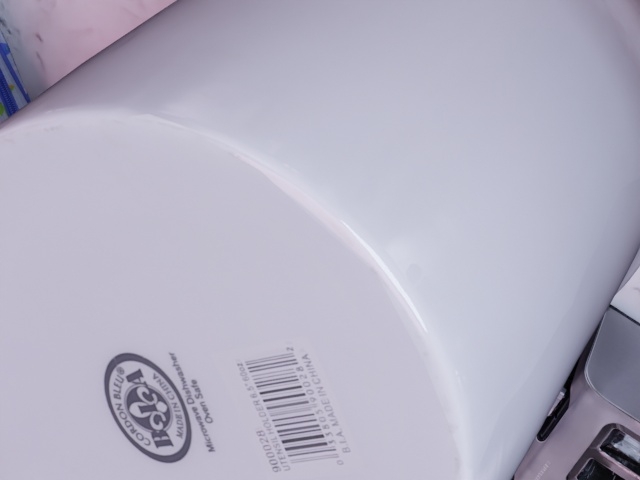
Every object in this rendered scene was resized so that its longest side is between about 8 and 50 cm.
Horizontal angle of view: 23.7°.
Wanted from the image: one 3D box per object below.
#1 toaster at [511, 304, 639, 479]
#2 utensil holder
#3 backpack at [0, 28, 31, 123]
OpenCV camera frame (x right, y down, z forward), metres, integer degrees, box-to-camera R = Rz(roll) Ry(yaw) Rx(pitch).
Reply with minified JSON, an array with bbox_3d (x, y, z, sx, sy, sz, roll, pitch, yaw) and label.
[{"bbox_3d":[0.211,0.164,1.005,0.185,0.110,0.168,34,126,7],"label":"toaster"},{"bbox_3d":[0.000,0.000,0.854,0.327,0.385,0.327,12,120,21],"label":"utensil holder"},{"bbox_3d":[-0.331,-0.065,1.086,0.290,0.273,0.355,-25,81,31],"label":"backpack"}]
